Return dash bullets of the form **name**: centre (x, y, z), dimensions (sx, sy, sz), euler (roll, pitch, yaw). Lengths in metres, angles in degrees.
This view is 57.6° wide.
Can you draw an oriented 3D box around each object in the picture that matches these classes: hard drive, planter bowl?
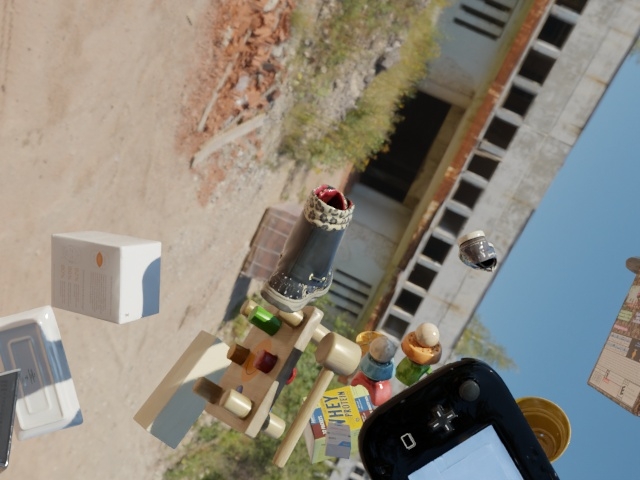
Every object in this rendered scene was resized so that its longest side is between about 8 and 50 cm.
- **hard drive**: centre (-0.580, 0.321, 0.996), dimensions (0.255, 0.054, 0.172), euler (-30, -125, 43)
- **planter bowl**: centre (0.582, 0.547, 1.600), dimensions (0.090, 0.217, 0.217), euler (58, 43, -33)

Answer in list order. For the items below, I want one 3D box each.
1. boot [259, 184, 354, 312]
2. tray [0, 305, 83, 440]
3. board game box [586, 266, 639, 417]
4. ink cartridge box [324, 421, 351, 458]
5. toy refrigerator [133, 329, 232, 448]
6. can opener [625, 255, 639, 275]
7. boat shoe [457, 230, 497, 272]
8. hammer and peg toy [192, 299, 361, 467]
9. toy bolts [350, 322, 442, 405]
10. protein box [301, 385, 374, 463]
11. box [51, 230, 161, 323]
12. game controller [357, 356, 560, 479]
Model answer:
- **boot**: centre (0.001, 0.001, 0.907), dimensions (0.178, 0.085, 0.236), euler (-63, 171, 19)
- **tray**: centre (-0.617, 0.287, 1.246), dimensions (0.030, 0.145, 0.270), euler (-167, -117, -86)
- **board game box**: centre (0.582, 0.151, 0.925), dimensions (0.232, 0.141, 0.291), euler (13, 101, -81)
- **ink cartridge box**: centre (0.034, 0.392, 1.143), dimensions (0.083, 0.048, 0.028), euler (-80, 178, -79)
- **toy refrigerator**: centre (-0.332, 0.367, 1.458), dimensions (0.094, 0.102, 0.269), euler (9, -123, 49)
- **can opener**: centre (0.752, 0.088, 1.146), dimensions (0.093, 0.280, 0.074), euler (-8, 104, -37)
- **boat shoe**: centre (0.325, 0.040, 1.189), dimensions (0.206, 0.075, 0.065), euler (37, 32, -64)
- **hammer and peg toy**: centre (-0.096, 0.236, 1.067), dimensions (0.266, 0.127, 0.361), euler (-59, -160, -18)
- **toy bolts**: centre (0.163, 0.261, 1.414), dimensions (0.228, 0.218, 0.158), euler (-23, 134, -45)
- **protein box**: centre (0.052, 0.559, 1.779), dimensions (0.201, 0.200, 0.136), euler (95, -21, -50)
- **box**: centre (-0.367, 0.058, 0.994), dimensions (0.091, 0.170, 0.130), euler (-11, 107, -61)
- **game controller**: centre (0.171, 0.283, 0.597), dimensions (0.166, 0.319, 0.067), euler (-31, -177, -12)
